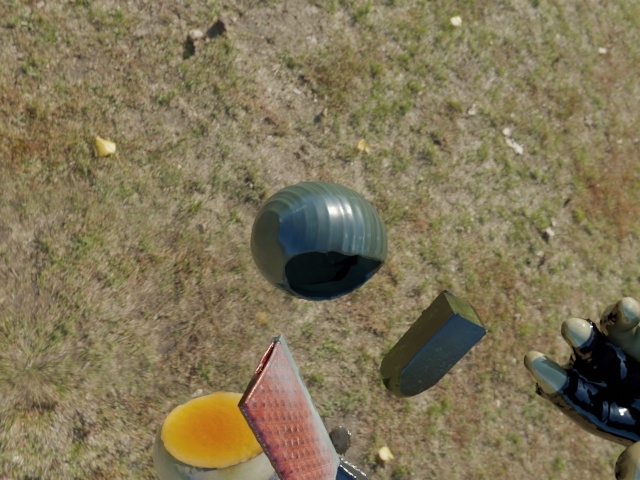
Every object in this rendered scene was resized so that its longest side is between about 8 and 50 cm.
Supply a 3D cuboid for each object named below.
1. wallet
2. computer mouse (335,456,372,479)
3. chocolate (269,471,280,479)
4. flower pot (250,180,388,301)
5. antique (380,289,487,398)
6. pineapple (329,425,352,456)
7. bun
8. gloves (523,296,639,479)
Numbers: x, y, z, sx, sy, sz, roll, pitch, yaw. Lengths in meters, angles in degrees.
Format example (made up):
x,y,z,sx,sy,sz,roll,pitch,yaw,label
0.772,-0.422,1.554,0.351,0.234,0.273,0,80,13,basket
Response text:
x,y,z,sx,sy,sz,roll,pitch,yaw,label
-0.026,0.209,0.572,0.103,0.020,0.197,-66,139,-57,wallet
0.108,0.866,1.821,0.269,0.100,0.170,40,100,7,computer mouse
-0.224,0.603,1.588,0.303,0.303,0.213,-13,111,-30,chocolate
0.000,0.000,0.847,0.243,0.189,0.157,11,44,-50,flower pot
0.203,0.207,1.005,0.081,0.221,0.080,29,21,-17,antique
0.057,0.588,1.549,0.074,0.159,0.074,0,59,0,pineapple
-0.234,0.489,1.228,0.298,0.299,0.165,-5,111,-29,bun
0.343,0.147,0.508,0.300,0.152,0.197,21,48,-7,gloves
